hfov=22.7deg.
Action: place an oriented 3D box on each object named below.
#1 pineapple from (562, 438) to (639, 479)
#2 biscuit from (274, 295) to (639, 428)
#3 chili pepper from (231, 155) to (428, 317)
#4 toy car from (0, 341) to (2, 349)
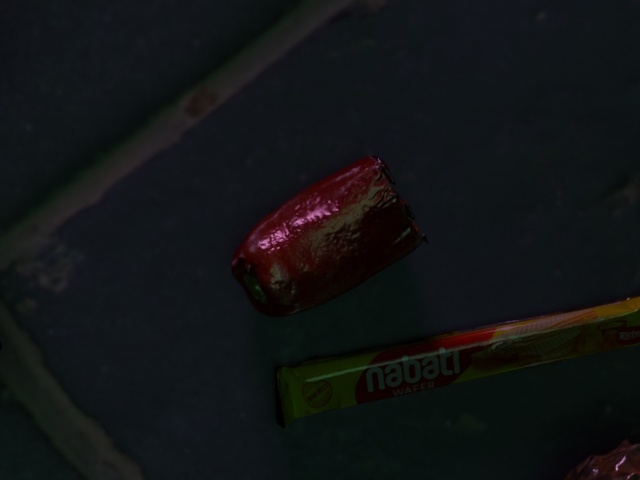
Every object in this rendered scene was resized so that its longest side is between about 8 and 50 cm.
[{"bbox_3d":[0.332,0.234,1.086,0.361,0.175,0.175,12,97,-9],"label":"pineapple"},{"bbox_3d":[0.109,0.078,1.102,0.292,0.026,0.048,-12,120,-5],"label":"biscuit"},{"bbox_3d":[0.000,0.000,1.054,0.123,0.073,0.070,-31,59,-4],"label":"chili pepper"},{"bbox_3d":[-0.353,0.031,0.984,0.321,0.141,0.097,24,67,-10],"label":"toy car"}]
